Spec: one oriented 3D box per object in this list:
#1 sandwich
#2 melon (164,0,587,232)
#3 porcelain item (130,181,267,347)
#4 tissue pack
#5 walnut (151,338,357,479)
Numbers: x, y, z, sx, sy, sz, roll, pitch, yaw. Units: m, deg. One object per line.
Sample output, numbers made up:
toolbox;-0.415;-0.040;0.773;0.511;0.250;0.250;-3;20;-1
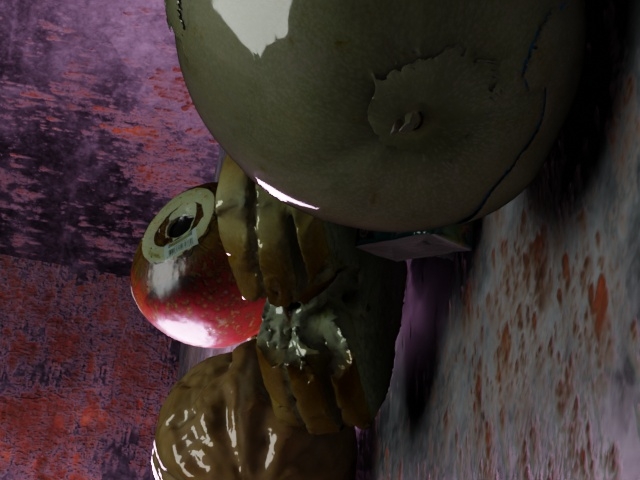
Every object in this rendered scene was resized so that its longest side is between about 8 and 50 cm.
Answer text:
sandwich;-0.002;0.000;1.427;0.249;0.095;0.273;-79;-19;-50
melon;0.034;-0.145;1.129;0.330;0.269;0.268;-105;25;-54
porcelain item;-0.139;0.052;2.499;0.253;0.253;0.253;-170;90;-82
tissue pack;0.084;-0.043;1.358;0.085;0.079;0.111;-10;68;45
walnut;-0.060;0.193;1.647;0.245;0.198;0.198;-78;2;-65
